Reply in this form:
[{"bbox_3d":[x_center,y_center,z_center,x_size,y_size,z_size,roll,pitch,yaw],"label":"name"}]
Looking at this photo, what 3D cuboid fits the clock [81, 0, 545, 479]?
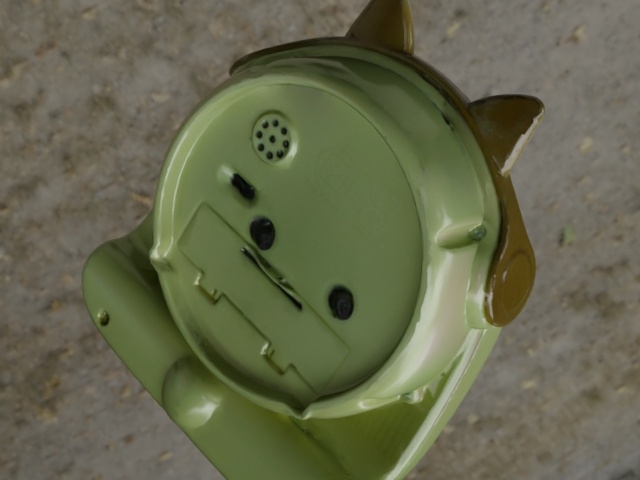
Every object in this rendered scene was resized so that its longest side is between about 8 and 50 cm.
[{"bbox_3d":[0.000,0.000,0.867,0.117,0.286,0.348,-11,140,-55],"label":"clock"}]
